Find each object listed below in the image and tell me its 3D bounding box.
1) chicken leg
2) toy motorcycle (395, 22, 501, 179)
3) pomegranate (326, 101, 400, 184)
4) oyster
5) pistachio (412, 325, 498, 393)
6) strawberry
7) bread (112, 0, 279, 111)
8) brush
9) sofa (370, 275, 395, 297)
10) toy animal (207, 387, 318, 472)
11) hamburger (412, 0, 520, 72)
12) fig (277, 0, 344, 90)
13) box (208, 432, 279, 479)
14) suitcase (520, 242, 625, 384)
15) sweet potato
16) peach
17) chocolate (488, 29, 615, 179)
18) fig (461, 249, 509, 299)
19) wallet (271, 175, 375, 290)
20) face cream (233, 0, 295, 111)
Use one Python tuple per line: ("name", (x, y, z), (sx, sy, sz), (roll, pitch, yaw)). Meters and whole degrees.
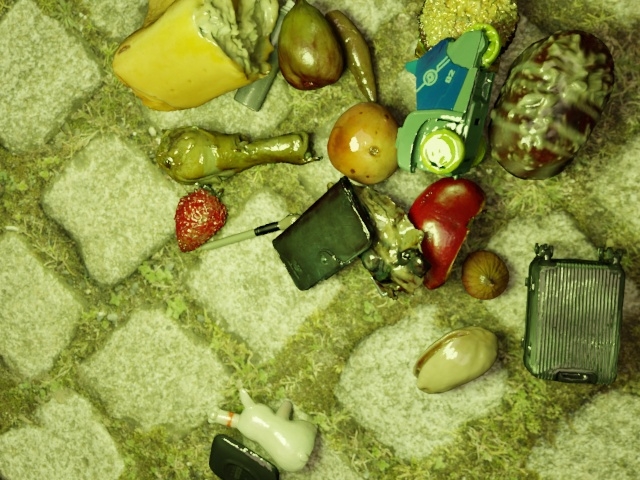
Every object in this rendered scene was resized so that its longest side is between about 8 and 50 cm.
("chicken leg", (-0.208, -0.223, 1.383), (0.428, 0.201, 0.153), (-4, 108, 4))
("toy motorcycle", (0.274, -0.310, 1.220), (0.199, 0.191, 0.327), (17, 108, 30))
("pomegranate", (0.109, -0.229, 1.302), (0.191, 0.191, 0.192), (1, 93, 11))
("oyster", (0.117, -0.026, 1.275), (0.361, 0.096, 0.221), (59, 140, 21))
("pistachio", (0.323, 0.286, 1.314), (0.223, 0.126, 0.152), (-31, 122, 11))
("strawberry", (-0.328, -0.061, 1.445), (0.192, 0.085, 0.141), (-29, 89, 13))
("bread", (-0.287, -0.476, 1.306), (0.394, 0.250, 0.361), (-15, 47, 34))
("brush", (-0.183, -0.020, 1.441), (0.299, 0.042, 0.039), (-14, 72, 13))
("sofa", (0.196, 0.072, 1.359), (0.147, 0.060, 0.085), (-29, 87, 11))
("toy animal", (-0.138, 0.474, 1.413), (0.282, 0.138, 0.141), (30, 90, 16))
("hamburger", (0.333, -0.503, 1.265), (0.243, 0.138, 0.262), (10, 94, 11))
("fig", (-0.033, -0.498, 1.308), (0.145, 0.170, 0.275), (-17, 107, -32))
("box", (-0.204, 0.597, 1.428), (0.201, 0.042, 0.213), (27, 131, 8))
("suitcase", (0.573, 0.166, 1.255), (0.202, 0.128, 0.313), (3, 93, 11))
("sweet potato", (0.091, -0.455, 1.353), (0.077, 0.077, 0.244), (-30, 94, 11))
("peach", (0.269, -0.028, 1.268), (0.153, 0.159, 0.268), (28, 82, 17))
("chocolate", (0.507, -0.302, 1.205), (0.225, 0.210, 0.340), (24, 97, 7))
("fig", (0.379, 0.096, 1.290), (0.119, 0.153, 0.119), (13, 124, 21))
("wallet", (0.000, 0.000, 1.311), (0.318, 0.045, 0.173), (-38, 74, 45))
("face cream", (-0.129, -0.467, 1.390), (0.073, 0.073, 0.284), (28, 97, 9))
